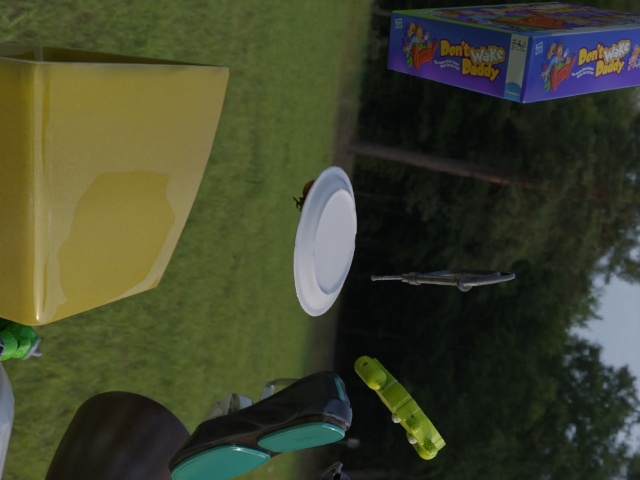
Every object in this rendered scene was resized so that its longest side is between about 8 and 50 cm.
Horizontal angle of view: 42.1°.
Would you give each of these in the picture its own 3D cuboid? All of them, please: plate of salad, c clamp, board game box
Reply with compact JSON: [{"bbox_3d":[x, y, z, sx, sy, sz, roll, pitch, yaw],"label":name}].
[{"bbox_3d":[0.000,0.000,1.101,0.200,0.048,0.200,8,90,-68],"label":"plate of salad"},{"bbox_3d":[0.171,0.052,1.107,0.161,0.137,0.022,-1,-87,54],"label":"c clamp"},{"bbox_3d":[0.296,-0.261,1.115,0.233,0.347,0.078,27,-58,45],"label":"board game box"}]

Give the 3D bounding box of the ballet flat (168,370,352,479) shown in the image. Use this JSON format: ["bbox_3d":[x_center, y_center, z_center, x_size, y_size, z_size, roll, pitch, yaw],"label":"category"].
[{"bbox_3d":[-0.055,0.164,0.746,0.074,0.203,0.074,34,42,-38],"label":"ballet flat"}]

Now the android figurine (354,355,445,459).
[{"bbox_3d":[0.164,0.342,1.693,0.248,0.056,0.273,54,-4,-23],"label":"android figurine"}]

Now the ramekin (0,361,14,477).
[{"bbox_3d":[-0.338,0.127,0.560,0.273,0.273,0.127,-83,-161,-71],"label":"ramekin"}]

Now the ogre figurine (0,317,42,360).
[{"bbox_3d":[-0.384,0.074,0.916,0.118,0.197,0.097,29,79,-57],"label":"ogre figurine"}]

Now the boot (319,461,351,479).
[{"bbox_3d":[-0.009,0.383,0.841,0.263,0.229,0.091,64,10,1],"label":"boot"}]

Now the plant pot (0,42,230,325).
[{"bbox_3d":[-0.216,-0.052,0.643,0.212,0.212,0.187,-20,118,-61],"label":"plant pot"}]

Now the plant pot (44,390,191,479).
[{"bbox_3d":[-0.324,0.378,1.234,0.230,0.215,0.215,-63,161,-63],"label":"plant pot"}]
